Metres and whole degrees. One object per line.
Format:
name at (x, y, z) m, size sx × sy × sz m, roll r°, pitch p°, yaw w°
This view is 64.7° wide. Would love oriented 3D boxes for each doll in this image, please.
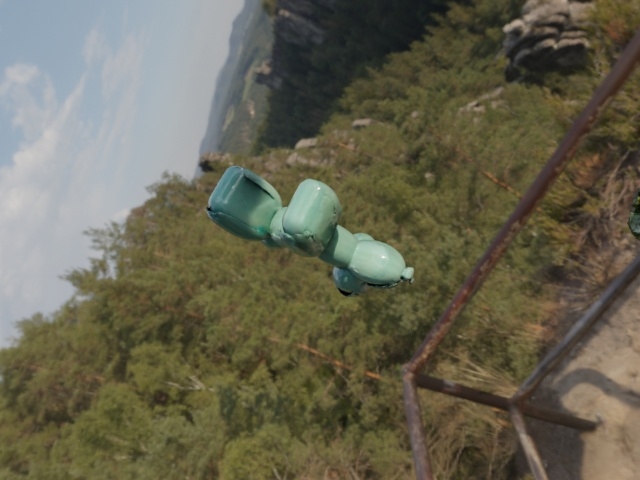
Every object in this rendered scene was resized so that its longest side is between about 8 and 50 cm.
doll at (0.000, 0.000, 0.438) m, size 0.160 × 0.158 × 0.059 m, roll 15°, pitch 74°, yaw 34°

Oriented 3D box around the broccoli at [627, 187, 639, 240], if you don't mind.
broccoli at (0.381, -0.027, 0.479) m, size 0.145 × 0.138 × 0.162 m, roll -57°, pitch 31°, yaw 25°
